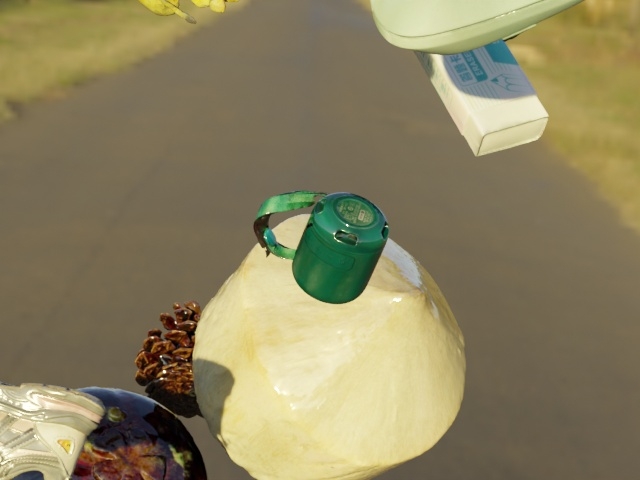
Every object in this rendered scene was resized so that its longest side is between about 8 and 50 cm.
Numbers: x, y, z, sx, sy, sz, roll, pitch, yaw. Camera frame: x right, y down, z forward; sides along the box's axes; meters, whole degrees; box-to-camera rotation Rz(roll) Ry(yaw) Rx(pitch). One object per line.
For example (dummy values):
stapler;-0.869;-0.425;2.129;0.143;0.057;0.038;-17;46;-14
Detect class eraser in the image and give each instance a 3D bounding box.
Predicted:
eraser;0.181;-0.211;2.350;0.095;0.225;0.052;-16;-30;-21

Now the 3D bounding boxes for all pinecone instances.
pinecone;-0.176;0.159;2.727;0.163;0.163;0.165;5;44;1

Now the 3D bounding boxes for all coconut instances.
coconut;0.015;0.125;2.117;0.329;0.329;0.329;5;7;-1

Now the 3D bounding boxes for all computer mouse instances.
computer mouse;0.171;-0.277;1.797;0.288;0.159;0.097;-25;-41;21

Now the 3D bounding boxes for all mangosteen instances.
mangosteen;-0.238;0.275;2.041;0.231;0.231;0.289;3;-17;-18

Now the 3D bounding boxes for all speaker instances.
speaker;0.001;-0.003;1.446;0.094;0.075;0.060;36;39;16

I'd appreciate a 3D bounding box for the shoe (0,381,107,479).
shoe;-0.270;0.162;1.610;0.180;0.092;0.089;6;-7;-3

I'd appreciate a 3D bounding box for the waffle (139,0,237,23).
waffle;-0.132;-0.300;1.462;0.262;0.280;0.060;-15;26;-14
